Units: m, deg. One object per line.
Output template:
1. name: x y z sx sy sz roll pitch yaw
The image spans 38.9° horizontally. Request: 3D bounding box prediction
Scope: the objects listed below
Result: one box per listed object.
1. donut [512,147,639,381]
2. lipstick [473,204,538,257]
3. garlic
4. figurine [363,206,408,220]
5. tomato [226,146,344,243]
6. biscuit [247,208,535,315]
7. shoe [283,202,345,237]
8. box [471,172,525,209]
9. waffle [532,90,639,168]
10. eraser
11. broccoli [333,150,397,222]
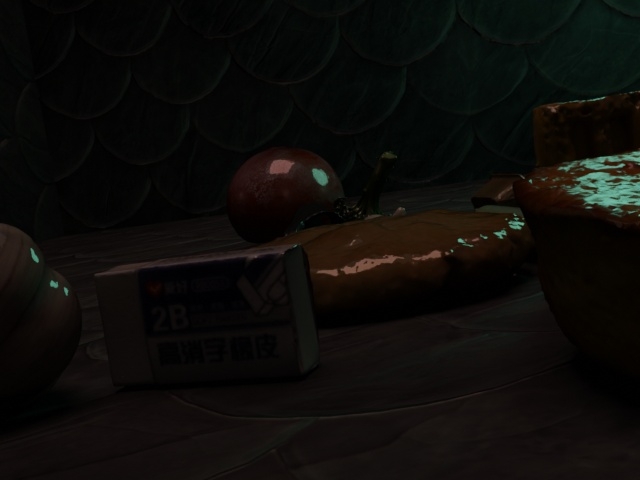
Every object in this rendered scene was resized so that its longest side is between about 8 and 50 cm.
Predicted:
1. donut: 0.347 0.014 0.679 0.435 0.163 0.377 -1 11 41
2. lipstick: 0.312 -0.014 1.389 0.076 0.076 0.304 -10 6 -12
3. garlic: -0.365 0.111 0.858 0.245 0.245 0.253 -7 45 20
4. figurine: 0.152 -0.021 1.649 0.146 0.081 0.098 -6 6 29
5. tomato: -0.083 -0.101 2.066 0.270 0.227 0.270 -7 4 0
6. biscuit: 0.070 0.021 1.264 0.429 0.104 0.446 -10 5 -19
7. shoe: 0.000 0.000 1.591 0.093 0.108 0.241 -6 13 12
8. box: 0.370 -0.076 1.776 0.111 0.111 0.177 -10 6 -11
9. waffle: 0.379 -0.069 1.097 0.248 0.221 0.055 -10 6 -19
10. eraser: -0.113 0.077 0.900 0.210 0.124 0.068 -6 8 19
11. broccoli: 0.112 -0.093 1.900 0.118 0.204 0.122 -20 46 -43
